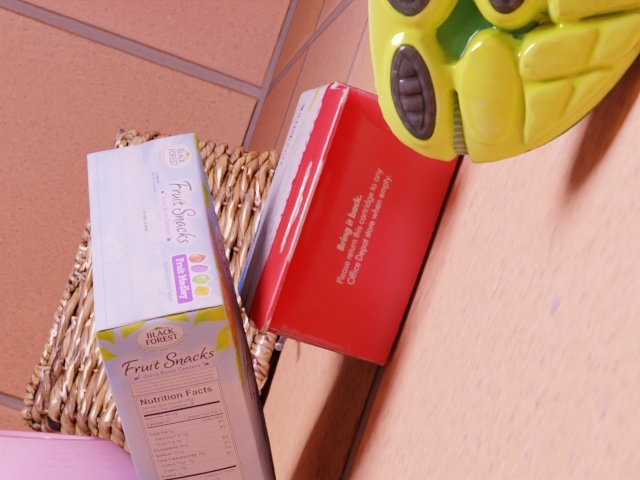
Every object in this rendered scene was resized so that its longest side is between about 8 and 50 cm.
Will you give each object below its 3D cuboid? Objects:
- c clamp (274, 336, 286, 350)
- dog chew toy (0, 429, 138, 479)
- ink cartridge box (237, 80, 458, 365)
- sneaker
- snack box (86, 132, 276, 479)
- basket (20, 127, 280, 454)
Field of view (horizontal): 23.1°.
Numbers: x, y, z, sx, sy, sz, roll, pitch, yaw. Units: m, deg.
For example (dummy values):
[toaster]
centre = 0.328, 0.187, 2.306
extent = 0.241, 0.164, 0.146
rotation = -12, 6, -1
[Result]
[c clamp]
centre = 0.000, 0.000, 1.213
extent = 0.137, 0.022, 0.161
rotation = -84, 12, -83
[dog chew toy]
centre = -0.190, 0.278, 0.910
extent = 0.206, 0.206, 0.332
rotation = 150, 125, -80
[ink cartridge box]
centre = 0.013, -0.012, 0.865
extent = 0.231, 0.078, 0.134
rotation = -140, 68, -83
[sneaker]
centre = 0.102, -0.165, 0.581
extent = 0.123, 0.109, 0.296
rotation = 22, -95, -74
[snack box]
centre = -0.071, 0.074, 0.855
extent = 0.174, 0.070, 0.207
rotation = -105, 2, -56
[basket]
centre = -0.091, 0.077, 1.414
extent = 0.213, 0.223, 0.299
rotation = 43, -119, -61
